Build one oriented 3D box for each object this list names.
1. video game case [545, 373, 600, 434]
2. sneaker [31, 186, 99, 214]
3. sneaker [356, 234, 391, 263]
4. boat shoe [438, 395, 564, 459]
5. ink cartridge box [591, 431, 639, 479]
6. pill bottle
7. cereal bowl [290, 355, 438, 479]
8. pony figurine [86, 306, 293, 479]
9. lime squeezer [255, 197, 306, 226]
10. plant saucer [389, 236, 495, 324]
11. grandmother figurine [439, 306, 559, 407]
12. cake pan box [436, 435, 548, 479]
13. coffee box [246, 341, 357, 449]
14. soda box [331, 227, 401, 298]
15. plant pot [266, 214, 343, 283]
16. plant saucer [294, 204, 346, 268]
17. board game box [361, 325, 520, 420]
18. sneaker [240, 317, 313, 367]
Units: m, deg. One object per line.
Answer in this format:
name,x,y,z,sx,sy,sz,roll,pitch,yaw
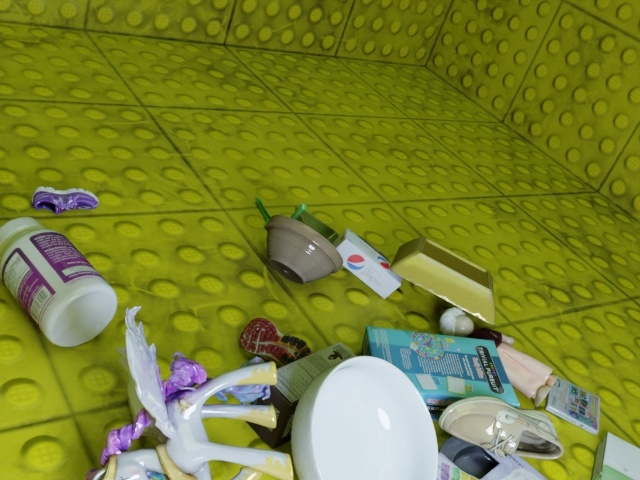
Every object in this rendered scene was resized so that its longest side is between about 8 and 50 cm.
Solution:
video game case,0.680,0.439,1.980,0.143,0.019,0.157,27,30,9
sneaker,-0.681,-0.095,1.966,0.170,0.068,0.071,2,50,-15
sneaker,0.147,0.040,2.241,0.192,0.064,0.086,39,9,5
boat shoe,0.404,0.423,1.622,0.303,0.109,0.098,16,27,-22
ink cartridge box,0.713,0.563,1.755,0.109,0.062,0.209,28,31,12
pill bottle,-0.594,0.080,1.614,0.169,0.169,0.301,-15,46,-46
cereal bowl,0.072,0.408,1.464,0.339,0.141,0.338,20,56,-33
pony figurine,-0.258,0.319,1.349,0.364,0.302,0.350,-4,62,-14
lime squeezer,-0.131,-0.064,2.213,0.059,0.109,0.310,-19,16,-27
plant saucer,0.384,0.096,2.188,0.333,0.080,0.333,28,16,5
grandmother figurine,0.473,0.300,1.999,0.342,0.104,0.208,35,24,18
cake pan box,0.365,0.535,1.582,0.246,0.070,0.267,-12,42,-47
coffee box,-0.028,0.331,1.593,0.247,0.141,0.098,-16,46,-45
soda box,0.131,0.067,2.109,0.216,0.074,0.069,39,27,-13
plant pot,-0.065,0.042,2.012,0.237,0.237,0.109,29,71,14
plant saucer,0.000,0.000,2.182,0.188,0.045,0.188,34,20,-36
board game box,0.279,0.326,1.783,0.336,0.079,0.253,8,27,-6
sneaker,-0.100,0.257,1.727,0.225,0.092,0.088,25,71,38
